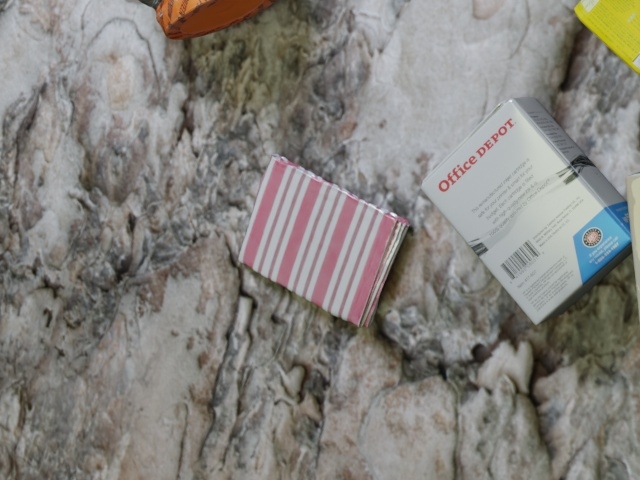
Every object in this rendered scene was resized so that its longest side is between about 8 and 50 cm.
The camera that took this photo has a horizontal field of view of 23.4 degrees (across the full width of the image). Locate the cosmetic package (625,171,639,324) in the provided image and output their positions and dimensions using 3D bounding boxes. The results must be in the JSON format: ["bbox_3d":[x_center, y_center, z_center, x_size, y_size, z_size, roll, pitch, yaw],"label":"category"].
[{"bbox_3d":[0.414,0.076,1.576,0.160,0.113,0.310,-6,93,27],"label":"cosmetic package"}]

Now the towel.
[{"bbox_3d":[0.000,0.000,1.829,0.197,0.029,0.144,28,108,24],"label":"towel"}]

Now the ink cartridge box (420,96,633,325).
[{"bbox_3d":[0.232,-0.035,1.669,0.148,0.086,0.203,-44,75,25],"label":"ink cartridge box"}]

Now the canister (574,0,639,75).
[{"bbox_3d":[0.359,-0.263,1.585,0.126,0.073,0.170,47,115,14],"label":"canister"}]

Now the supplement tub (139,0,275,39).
[{"bbox_3d":[-0.167,-0.404,1.771,0.193,0.193,0.316,-26,85,27],"label":"supplement tub"}]
